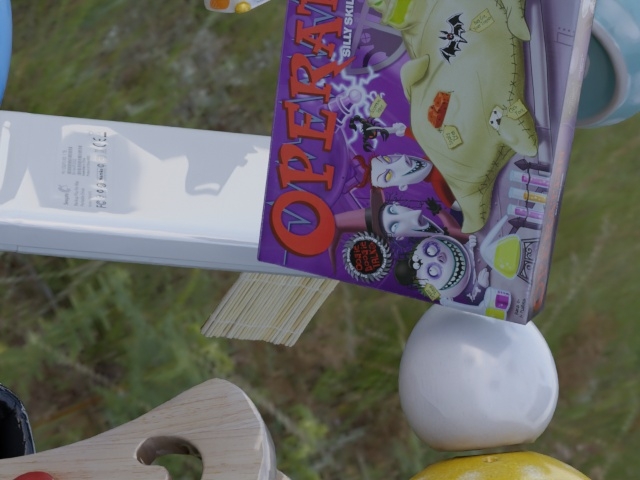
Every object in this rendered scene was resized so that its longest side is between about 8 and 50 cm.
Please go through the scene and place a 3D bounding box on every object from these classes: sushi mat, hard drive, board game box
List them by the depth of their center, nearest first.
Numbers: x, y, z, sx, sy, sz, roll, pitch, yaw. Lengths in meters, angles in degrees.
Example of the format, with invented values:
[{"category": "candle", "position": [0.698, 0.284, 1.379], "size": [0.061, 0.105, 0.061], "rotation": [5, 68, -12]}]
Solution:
[{"category": "board game box", "position": [0.076, -0.131, 1.046], "size": [0.056, 0.208, 0.347], "rotation": [-23, 123, -61]}, {"category": "hard drive", "position": [-0.135, -0.043, 1.352], "size": [0.307, 0.040, 0.203], "rotation": [5, 30, -11]}, {"category": "sushi mat", "position": [0.000, 0.000, 1.693], "size": [0.151, 0.316, 0.019], "rotation": [8, 39, -43]}]

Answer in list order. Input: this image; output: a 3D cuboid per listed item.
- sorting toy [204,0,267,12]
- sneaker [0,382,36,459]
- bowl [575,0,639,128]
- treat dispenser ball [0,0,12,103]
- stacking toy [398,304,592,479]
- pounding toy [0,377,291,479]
[{"category": "sorting toy", "position": [-0.074, -0.269, 1.502], "size": [0.083, 0.045, 0.075], "rotation": [-30, 131, -27]}, {"category": "sneaker", "position": [-0.317, 0.274, 0.964], "size": [0.169, 0.257, 0.447], "rotation": [28, 75, -27]}, {"category": "bowl", "position": [0.235, -0.226, 1.481], "size": [0.311, 0.311, 0.163], "rotation": [48, 57, -26]}, {"category": "treat dispenser ball", "position": [-0.314, -0.119, 0.831], "size": [0.288, 0.288, 0.288], "rotation": [34, 43, -40]}, {"category": "stacking toy", "position": [0.132, 0.273, 1.088], "size": [0.350, 0.350, 0.480], "rotation": [3, 79, -55]}, {"category": "pounding toy", "position": [-0.099, 0.111, 0.608], "size": [0.154, 0.269, 0.155], "rotation": [-63, 143, -37]}]
